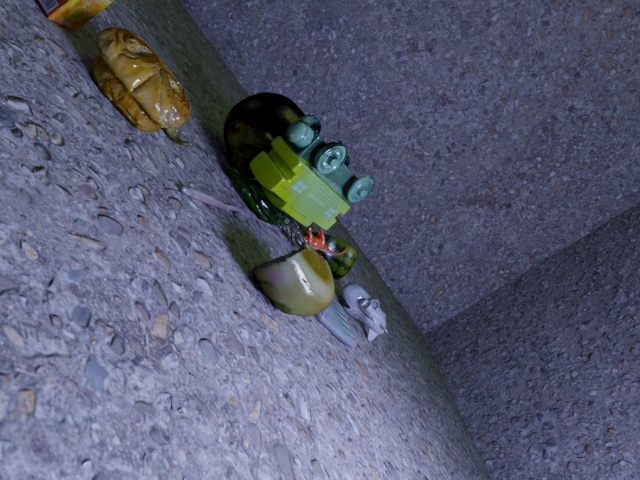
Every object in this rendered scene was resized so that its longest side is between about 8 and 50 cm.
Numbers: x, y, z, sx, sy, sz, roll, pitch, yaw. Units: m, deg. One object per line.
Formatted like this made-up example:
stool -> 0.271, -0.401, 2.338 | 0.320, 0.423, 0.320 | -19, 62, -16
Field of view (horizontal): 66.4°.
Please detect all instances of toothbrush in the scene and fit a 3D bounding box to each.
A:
toothbrush -> -0.247, -0.085, 1.179 | 0.025, 0.030, 0.307 | 58, 12, 18

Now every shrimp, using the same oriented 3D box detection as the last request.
shrimp -> -0.146, -0.079, 1.608 | 0.296, 0.058, 0.169 | 53, 18, 0

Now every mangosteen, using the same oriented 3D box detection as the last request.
mangosteen -> -0.164, -0.323, 1.591 | 0.297, 0.297, 0.313 | 45, 12, -50

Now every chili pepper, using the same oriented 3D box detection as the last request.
chili pepper -> -0.181, -0.113, 1.476 | 0.279, 0.065, 0.122 | 48, 11, -28

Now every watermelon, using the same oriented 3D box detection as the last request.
watermelon -> 0.051, 0.084, 1.968 | 0.303, 0.159, 0.128 | 43, 54, -50

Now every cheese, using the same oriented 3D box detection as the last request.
cheese -> -0.354, -0.267, 1.204 | 0.060, 0.042, 0.084 | -41, 112, -74

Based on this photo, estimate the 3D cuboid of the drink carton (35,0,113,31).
drink carton -> -0.460, -0.528, 0.990 | 0.071, 0.223, 0.096 | 57, 10, -2

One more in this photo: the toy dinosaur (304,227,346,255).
toy dinosaur -> -0.003, -0.001, 1.817 | 0.280, 0.101, 0.055 | 7, 2, -33

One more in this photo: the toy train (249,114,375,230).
toy train -> -0.021, -0.185, 1.478 | 0.179, 0.272, 0.442 | 52, 9, 29

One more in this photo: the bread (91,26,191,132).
bread -> -0.384, -0.340, 1.055 | 0.236, 0.120, 0.198 | 53, 11, -19

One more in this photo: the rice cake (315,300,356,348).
rice cake -> 0.025, 0.215, 1.477 | 0.198, 0.037, 0.189 | 47, 12, -42

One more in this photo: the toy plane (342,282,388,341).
toy plane -> 0.159, 0.258, 1.804 | 0.244, 0.117, 0.244 | 47, -6, 7

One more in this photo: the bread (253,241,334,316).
bread -> -0.059, 0.104, 1.131 | 0.260, 0.158, 0.156 | 45, 24, -52

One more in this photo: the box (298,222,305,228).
box -> -0.133, -0.268, 2.089 | 0.344, 0.122, 0.385 | 52, 10, -18
